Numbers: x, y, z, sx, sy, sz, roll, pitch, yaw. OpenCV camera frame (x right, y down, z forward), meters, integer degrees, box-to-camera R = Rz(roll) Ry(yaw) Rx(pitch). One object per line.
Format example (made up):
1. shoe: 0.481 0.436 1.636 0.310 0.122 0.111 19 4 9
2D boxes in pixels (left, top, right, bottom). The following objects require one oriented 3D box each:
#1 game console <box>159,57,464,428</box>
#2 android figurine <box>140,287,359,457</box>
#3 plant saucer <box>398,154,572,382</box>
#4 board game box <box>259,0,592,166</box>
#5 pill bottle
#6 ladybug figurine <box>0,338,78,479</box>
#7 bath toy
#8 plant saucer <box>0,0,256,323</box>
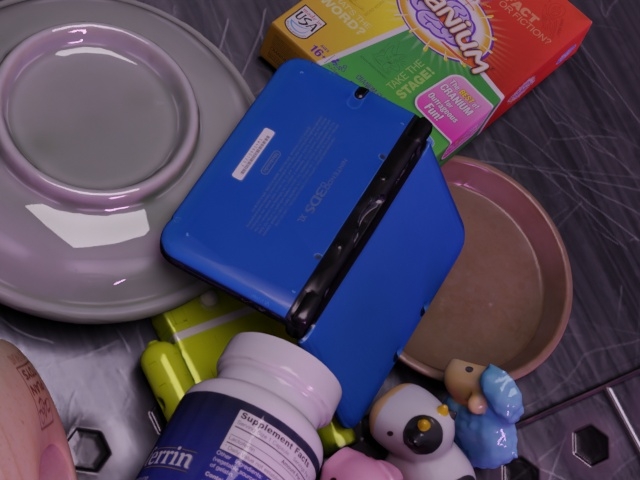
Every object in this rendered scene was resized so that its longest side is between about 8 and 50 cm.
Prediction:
1. game console: 0.000 0.000 1.931 0.250 0.173 0.293 28 57 8
2. android figurine: -0.069 0.111 1.935 0.248 0.056 0.272 -18 77 -27
3. plant saucer: 0.149 0.035 2.062 0.278 0.041 0.277 9 64 -18
4. board game box: 0.124 -0.232 2.130 0.242 0.064 0.316 42 57 11
5. pill bottle: -0.089 0.227 1.767 0.153 0.153 0.264 32 61 -6
6. ladybug figurine: -0.295 0.302 1.626 0.162 0.305 0.449 -9 92 3
7. bath toy: 0.060 0.258 1.868 0.348 0.129 0.151 -39 98 -29
8. plant saucer: -0.238 -0.112 1.909 0.400 0.100 0.400 6 60 -11
